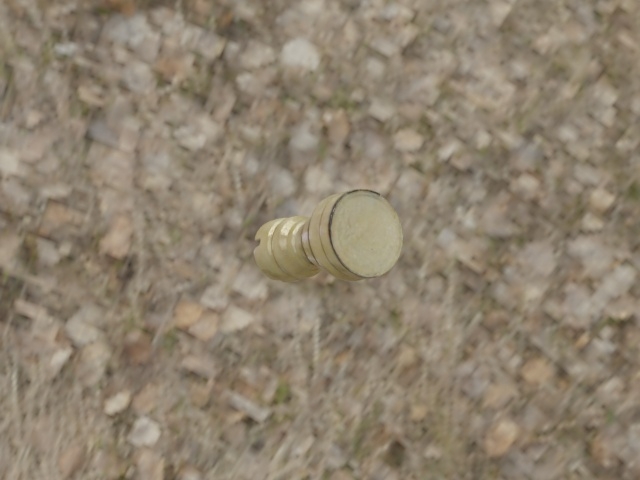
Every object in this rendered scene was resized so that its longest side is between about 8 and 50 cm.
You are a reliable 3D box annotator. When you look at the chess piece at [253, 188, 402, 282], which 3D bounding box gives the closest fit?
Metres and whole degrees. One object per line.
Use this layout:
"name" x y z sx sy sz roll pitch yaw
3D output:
"chess piece" 0.000 0.000 1.271 0.066 0.122 0.066 4 83 -33
